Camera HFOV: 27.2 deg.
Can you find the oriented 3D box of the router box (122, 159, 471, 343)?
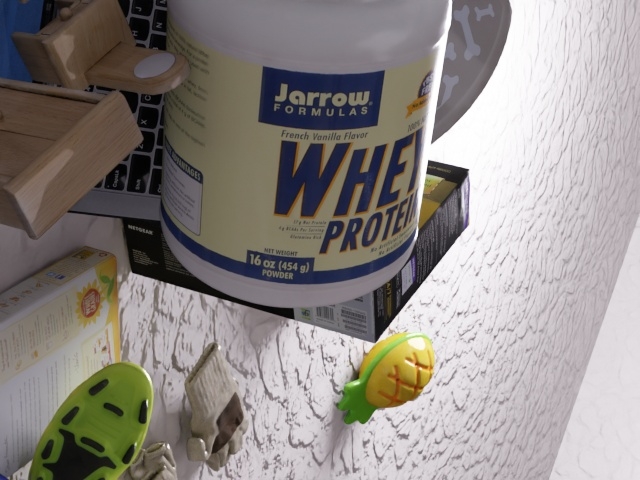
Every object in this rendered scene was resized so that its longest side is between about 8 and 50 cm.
[{"bbox_3d":[-0.021,-0.022,1.459,0.243,0.309,0.081,-48,143,-46],"label":"router box"}]

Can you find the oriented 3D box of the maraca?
[{"bbox_3d":[0.104,0.215,2.069,0.186,0.099,0.127,-38,136,-13],"label":"maraca"}]

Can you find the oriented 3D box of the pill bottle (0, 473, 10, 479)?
[{"bbox_3d":[-0.281,0.307,1.188,0.265,0.153,0.153,44,61,-33],"label":"pill bottle"}]

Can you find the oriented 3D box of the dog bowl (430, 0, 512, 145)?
[{"bbox_3d":[0.031,-0.237,1.446,0.102,0.349,0.348,41,65,-47],"label":"dog bowl"}]

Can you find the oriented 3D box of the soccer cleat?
[{"bbox_3d":[-0.254,0.242,1.335,0.289,0.093,0.121,-65,-167,9],"label":"soccer cleat"}]

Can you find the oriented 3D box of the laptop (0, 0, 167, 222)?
[{"bbox_3d":[-0.165,-0.192,1.165,0.408,0.236,0.382,7,99,-23],"label":"laptop"}]

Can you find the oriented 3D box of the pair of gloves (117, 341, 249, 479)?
[{"bbox_3d":[-0.167,0.259,1.613,0.240,0.042,0.204,-59,153,-25],"label":"pair of gloves"}]

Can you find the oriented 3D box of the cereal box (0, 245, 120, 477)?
[{"bbox_3d":[-0.286,0.127,1.303,0.240,0.047,0.173,-34,134,-53],"label":"cereal box"}]

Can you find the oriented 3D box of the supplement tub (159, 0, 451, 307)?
[{"bbox_3d":[-0.016,-0.133,1.120,0.235,0.235,0.325,-43,147,-48],"label":"supplement tub"}]

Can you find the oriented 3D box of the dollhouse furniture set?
[{"bbox_3d":[-0.264,-0.193,0.881,0.303,0.174,0.355,-48,135,-33],"label":"dollhouse furniture set"}]
